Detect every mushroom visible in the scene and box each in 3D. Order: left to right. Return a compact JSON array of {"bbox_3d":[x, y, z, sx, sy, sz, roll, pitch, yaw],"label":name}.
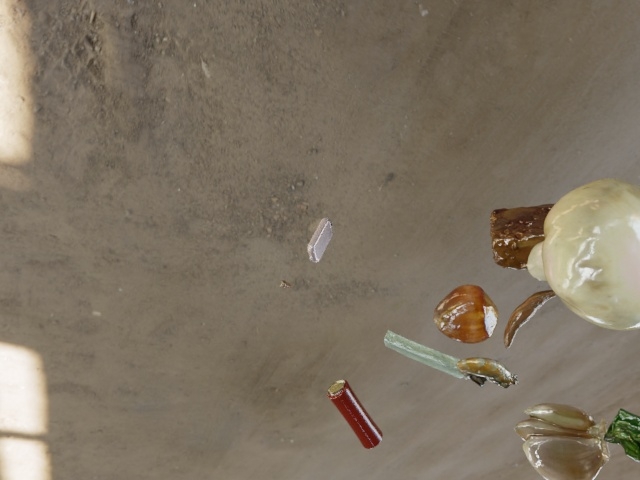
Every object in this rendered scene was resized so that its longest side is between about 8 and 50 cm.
[{"bbox_3d":[0.687,0.021,1.124,0.353,0.353,0.325,12,110,-24],"label":"mushroom"}]

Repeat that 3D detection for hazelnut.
[{"bbox_3d":[0.425,0.223,1.368,0.182,0.182,0.182,-7,135,-7],"label":"hazelnut"}]

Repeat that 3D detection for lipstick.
[{"bbox_3d":[0.109,0.547,1.469,0.080,0.080,0.241,-28,107,14],"label":"lipstick"}]

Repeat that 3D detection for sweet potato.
[{"bbox_3d":[0.697,0.253,1.598,0.078,0.058,0.255,40,90,-23],"label":"sweet potato"}]

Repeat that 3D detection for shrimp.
[{"bbox_3d":[0.511,0.416,1.438,0.145,0.059,0.254,-19,141,36],"label":"shrimp"}]

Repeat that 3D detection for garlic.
[{"bbox_3d":[0.874,0.738,1.691,0.325,0.279,0.132,-5,156,17],"label":"garlic"}]

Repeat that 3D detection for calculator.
[{"bbox_3d":[0.000,0.000,1.681,0.032,0.175,0.100,14,148,23],"label":"calculator"}]

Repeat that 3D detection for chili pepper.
[{"bbox_3d":[0.940,0.568,1.215,0.167,0.385,0.213,-51,126,-8],"label":"chili pepper"}]

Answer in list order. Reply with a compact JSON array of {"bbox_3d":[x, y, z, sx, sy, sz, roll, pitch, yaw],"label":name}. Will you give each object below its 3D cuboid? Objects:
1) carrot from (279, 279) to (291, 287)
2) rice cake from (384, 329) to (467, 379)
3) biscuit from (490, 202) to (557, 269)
[{"bbox_3d":[-0.142,0.179,1.888,0.032,0.032,0.093,-24,164,11],"label":"carrot"},{"bbox_3d":[0.396,0.426,1.736,0.336,0.063,0.066,21,154,23],"label":"rice cake"},{"bbox_3d":[0.831,-0.016,1.793,0.342,0.395,0.166,-7,107,24],"label":"biscuit"}]
